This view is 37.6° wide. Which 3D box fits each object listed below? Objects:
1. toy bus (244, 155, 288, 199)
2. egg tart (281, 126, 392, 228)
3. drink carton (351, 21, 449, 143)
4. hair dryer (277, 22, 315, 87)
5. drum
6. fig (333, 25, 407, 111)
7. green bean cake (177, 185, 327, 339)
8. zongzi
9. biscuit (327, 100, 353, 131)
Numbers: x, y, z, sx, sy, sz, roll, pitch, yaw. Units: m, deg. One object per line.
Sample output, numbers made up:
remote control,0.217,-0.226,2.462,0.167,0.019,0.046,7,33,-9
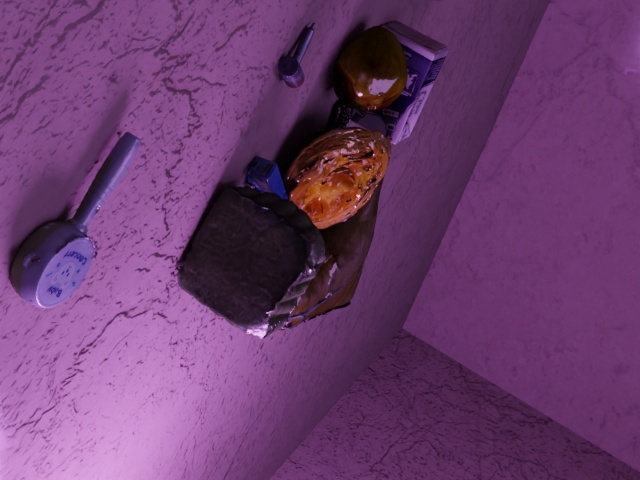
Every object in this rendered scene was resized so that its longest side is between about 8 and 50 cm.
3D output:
toy bus,-0.098,-0.092,1.756,0.051,0.061,0.153,-58,155,-25
egg tart,0.018,-0.141,1.909,0.297,0.132,0.297,-28,148,-20
drink carton,0.161,-0.334,2.000,0.102,0.134,0.222,-38,155,-59
hair dryer,-0.033,-0.322,1.610,0.114,0.037,0.063,-65,167,-5
drum,-0.312,-0.020,1.253,0.253,0.049,0.130,-54,163,-19
fig,0.101,-0.334,1.832,0.154,0.144,0.166,27,85,-38
green bean cake,-0.113,0.034,1.656,0.227,0.222,0.125,-60,165,17
zongzi,0.000,0.000,2.048,0.356,0.174,0.393,-23,140,-60
biscuit,0.040,-0.255,1.967,0.087,0.027,0.089,-59,165,-6
